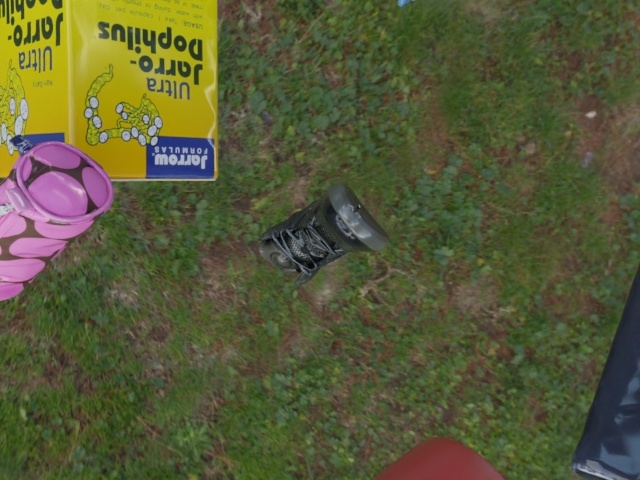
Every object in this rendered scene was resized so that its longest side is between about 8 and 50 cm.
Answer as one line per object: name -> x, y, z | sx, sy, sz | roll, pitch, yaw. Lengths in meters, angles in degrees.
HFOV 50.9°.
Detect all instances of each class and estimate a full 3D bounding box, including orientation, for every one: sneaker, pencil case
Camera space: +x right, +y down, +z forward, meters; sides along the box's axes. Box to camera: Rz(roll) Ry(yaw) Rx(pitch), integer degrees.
sneaker -> 0.000, 0.000, 0.752 | 0.130, 0.227, 0.087 | -39, 98, -1
pencil case -> -0.286, -0.011, 0.635 | 0.095, 0.209, 0.098 | 49, 40, -8

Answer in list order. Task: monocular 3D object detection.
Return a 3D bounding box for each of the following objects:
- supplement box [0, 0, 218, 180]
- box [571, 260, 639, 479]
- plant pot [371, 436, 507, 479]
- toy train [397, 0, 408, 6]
supplement box -> -0.252, -0.248, 0.784 | 0.195, 0.194, 0.357 | -6, 98, -47
box -> 0.485, 0.076, 0.582 | 0.480, 0.297, 0.472 | 41, 68, -46
plant pot -> 0.089, 0.389, 0.727 | 0.243, 0.275, 0.275 | -18, 99, -24
toy train -> 0.115, -0.364, 0.814 | 0.080, 0.184, 0.105 | 39, 81, 2
